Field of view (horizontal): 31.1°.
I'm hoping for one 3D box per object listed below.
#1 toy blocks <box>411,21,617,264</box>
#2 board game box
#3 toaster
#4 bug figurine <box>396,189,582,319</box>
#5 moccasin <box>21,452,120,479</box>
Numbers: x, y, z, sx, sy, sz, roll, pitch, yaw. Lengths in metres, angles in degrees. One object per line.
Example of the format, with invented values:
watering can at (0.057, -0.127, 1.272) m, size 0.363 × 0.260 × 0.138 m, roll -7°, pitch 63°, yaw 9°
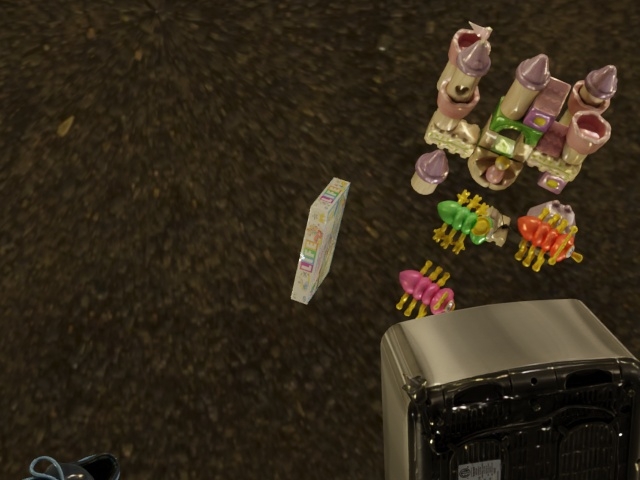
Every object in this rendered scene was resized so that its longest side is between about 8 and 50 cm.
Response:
toy blocks at (0.317, -0.190, 1.803) m, size 0.288 × 0.260 × 0.309 m, roll 22°, pitch 56°, yaw -2°
board game box at (0.000, 0.000, 1.631) m, size 0.026 × 0.103 × 0.154 m, roll 19°, pitch 120°, yaw 10°
toaster at (0.129, 0.134, 0.801) m, size 0.168 × 0.110 × 0.186 m, roll -8°, pitch 116°, yaw -8°
bug figurine at (0.231, 0.053, 1.637) m, size 0.216 × 0.072 × 0.279 m, roll 29°, pitch 85°, yaw 15°
moccasin at (-0.384, 0.369, 1.672) m, size 0.137 × 0.342 × 0.117 m, roll 41°, pitch 95°, yaw -1°
